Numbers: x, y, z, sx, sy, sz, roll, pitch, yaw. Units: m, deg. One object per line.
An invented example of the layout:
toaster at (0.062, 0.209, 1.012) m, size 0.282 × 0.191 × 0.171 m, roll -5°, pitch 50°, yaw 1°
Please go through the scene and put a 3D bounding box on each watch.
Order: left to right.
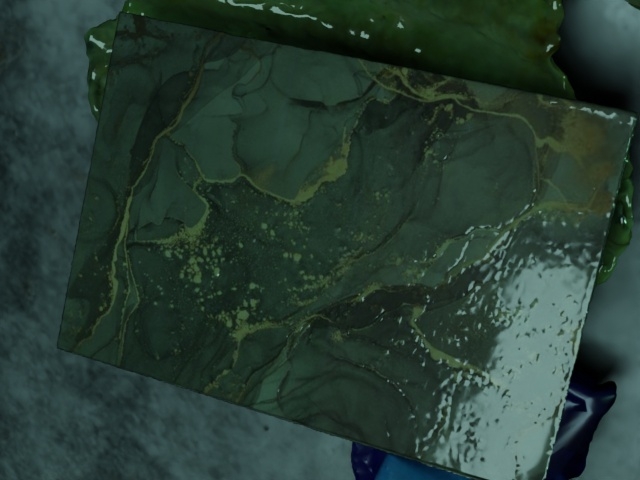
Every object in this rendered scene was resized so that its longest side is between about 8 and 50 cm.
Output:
watch at (0.085, 0.187, 1.021) m, size 0.171 × 0.200 × 0.196 m, roll 20°, pitch 121°, yaw 11°

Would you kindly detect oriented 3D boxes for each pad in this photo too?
pad at (0.000, 0.000, 0.958) m, size 0.367 × 0.007 × 0.248 m, roll 15°, pitch 97°, yaw 22°

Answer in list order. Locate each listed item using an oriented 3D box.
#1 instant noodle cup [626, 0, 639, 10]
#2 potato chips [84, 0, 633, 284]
instant noodle cup at (0.217, -0.222, 0.790) m, size 0.205 × 0.205 × 0.153 m, roll -11°, pitch 113°, yaw 32°
potato chips at (0.025, -0.107, 1.003) m, size 0.389 × 0.097 × 0.373 m, roll -3°, pitch 109°, yaw 29°
